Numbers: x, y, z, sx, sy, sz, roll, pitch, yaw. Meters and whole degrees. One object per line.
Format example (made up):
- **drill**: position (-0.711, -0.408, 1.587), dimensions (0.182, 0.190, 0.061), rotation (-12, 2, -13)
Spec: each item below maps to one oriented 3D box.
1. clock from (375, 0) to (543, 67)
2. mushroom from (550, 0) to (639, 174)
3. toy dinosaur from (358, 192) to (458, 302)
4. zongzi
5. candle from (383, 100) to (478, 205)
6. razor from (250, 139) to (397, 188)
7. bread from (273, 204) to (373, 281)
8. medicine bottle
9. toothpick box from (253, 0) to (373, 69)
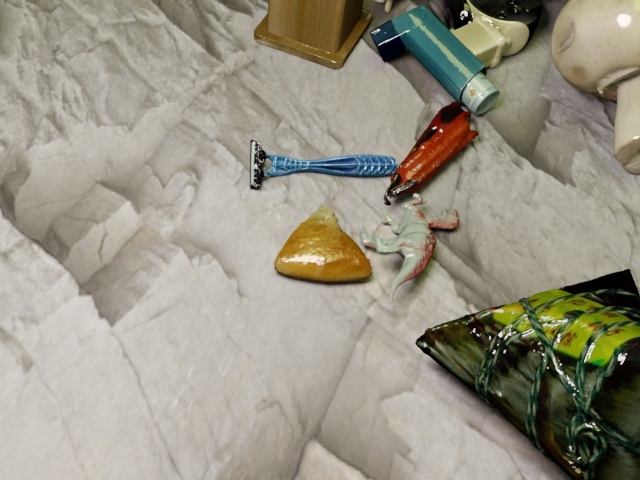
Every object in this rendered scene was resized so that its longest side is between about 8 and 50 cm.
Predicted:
- **clock**: position (0.259, -0.504, 2.040), dimensions (0.276, 0.120, 0.379), rotation (-31, 63, -27)
- **mushroom**: position (0.602, -0.338, 1.812), dimensions (0.353, 0.325, 0.353), rotation (26, 40, -24)
- **toy dinosaur**: position (0.146, 0.013, 1.598), dimensions (0.167, 0.053, 0.242), rotation (10, 38, -9)
- **zongzi**: position (0.392, 0.160, 1.405), dimensions (0.362, 0.319, 0.383), rotation (-26, 39, -27)
- **candle**: position (0.183, -0.149, 1.753), dimensions (0.084, 0.059, 0.302), rotation (21, 45, 26)
- **razor**: position (0.005, -0.128, 1.715), dimensions (0.253, 0.042, 0.082), rotation (-1, 90, -11)
- **bread**: position (-0.012, 0.016, 1.576), dimensions (0.136, 0.054, 0.154), rotation (-22, 52, -22)
- **medicine bottle**: position (0.213, -0.329, 1.892), dimensions (0.124, 0.079, 0.258), rotation (-42, 70, -1)
- **toothpick box**: position (0.002, -0.507, 1.881), dimensions (0.187, 0.308, 0.190), rotation (22, 50, 11)
